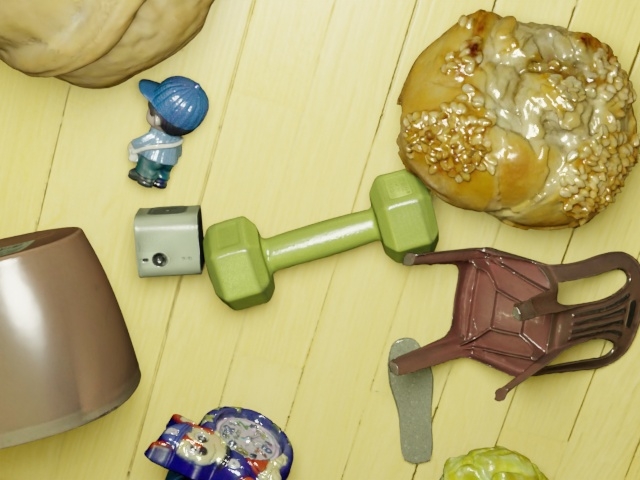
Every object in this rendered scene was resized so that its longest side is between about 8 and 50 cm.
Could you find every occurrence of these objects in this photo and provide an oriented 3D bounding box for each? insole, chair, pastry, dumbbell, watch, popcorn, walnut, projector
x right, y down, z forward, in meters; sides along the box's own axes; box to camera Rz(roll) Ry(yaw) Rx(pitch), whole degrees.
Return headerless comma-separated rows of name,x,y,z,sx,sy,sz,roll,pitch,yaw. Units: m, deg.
insole,0.131,0.226,1.460,0.063,0.010,0.192,-6,106,0
chair,0.271,0.095,1.379,0.326,0.183,0.176,-8,111,-47
pastry,0.251,-0.146,1.269,0.310,0.162,0.255,13,86,-5
dumbbell,0.000,0.000,1.344,0.301,0.121,0.108,-16,133,3
watch,-0.141,0.338,1.414,0.196,0.171,0.200,24,115,4
popcorn,0.227,0.386,1.418,0.197,0.212,0.198,5,101,30
walnut,-0.257,-0.351,1.125,0.381,0.381,0.381,-1,105,-2
projector,-0.195,0.000,1.349,0.082,0.083,0.083,-3,105,-1

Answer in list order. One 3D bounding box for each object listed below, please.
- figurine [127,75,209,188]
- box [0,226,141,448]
figurine,-0.200,-0.139,1.318,0.086,0.087,0.149,7,110,-43
box,-0.379,0.111,1.276,0.300,0.301,0.216,-11,97,1
